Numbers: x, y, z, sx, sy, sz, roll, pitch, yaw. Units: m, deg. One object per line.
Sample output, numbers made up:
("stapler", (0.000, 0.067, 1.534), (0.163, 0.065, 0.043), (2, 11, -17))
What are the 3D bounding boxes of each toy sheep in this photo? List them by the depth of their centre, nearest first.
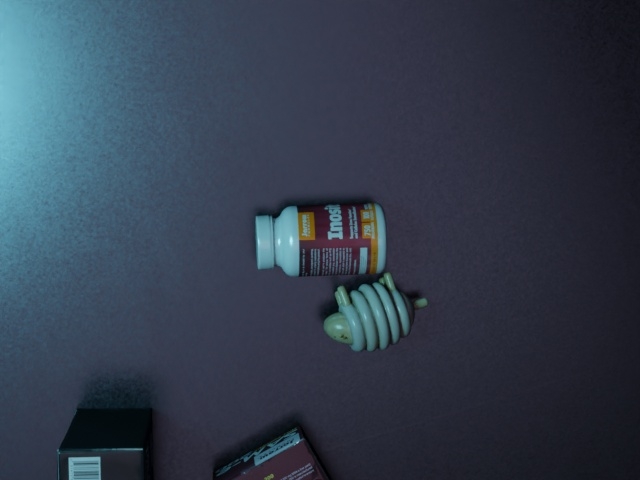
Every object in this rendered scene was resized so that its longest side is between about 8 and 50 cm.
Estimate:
("toy sheep", (0.067, 0.089, 1.568), (0.132, 0.091, 0.091), (-17, 98, -7))

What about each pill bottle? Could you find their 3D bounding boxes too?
("pill bottle", (0.000, 0.000, 1.549), (0.152, 0.086, 0.086), (-3, 97, -4))

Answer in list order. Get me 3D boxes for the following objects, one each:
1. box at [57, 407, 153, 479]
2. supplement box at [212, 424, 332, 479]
("box", (-0.247, 0.344, 1.525), (0.103, 0.184, 0.261), (-1, 97, -7))
("supplement box", (-0.020, 0.363, 1.600), (0.130, 0.073, 0.239), (-29, 99, -1))
